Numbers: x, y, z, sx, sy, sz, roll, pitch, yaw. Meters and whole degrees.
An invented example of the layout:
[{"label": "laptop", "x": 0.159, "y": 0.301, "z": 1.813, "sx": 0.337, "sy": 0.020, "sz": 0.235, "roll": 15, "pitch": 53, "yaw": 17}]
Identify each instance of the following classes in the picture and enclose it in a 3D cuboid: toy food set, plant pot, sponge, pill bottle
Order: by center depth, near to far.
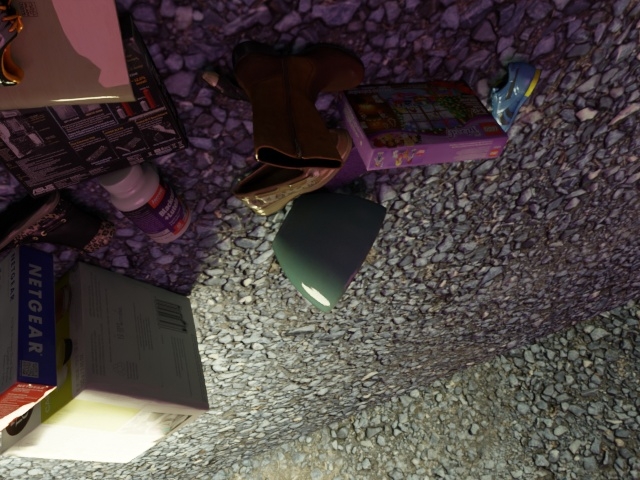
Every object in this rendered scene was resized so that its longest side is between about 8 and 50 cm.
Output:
[{"label": "toy food set", "x": -0.391, "y": -0.330, "z": 0.737, "sx": 0.220, "sy": 0.092, "sz": 0.306, "roll": -6, "pitch": 127, "yaw": -10}, {"label": "pill bottle", "x": -0.358, "y": -0.086, "z": 1.091, "sx": 0.108, "sy": 0.108, "sz": 0.193, "roll": -25, "pitch": 144, "yaw": 6}, {"label": "sponge", "x": 0.087, "y": -0.193, "z": 1.212, "sx": 0.210, "sy": 0.031, "sz": 0.117, "roll": -32, "pitch": 153, "yaw": 14}, {"label": "plant pot", "x": 0.000, "y": 0.000, "z": 1.270, "sx": 0.195, "sy": 0.290, "sz": 0.290, "roll": 29, "pitch": 130, "yaw": -2}]

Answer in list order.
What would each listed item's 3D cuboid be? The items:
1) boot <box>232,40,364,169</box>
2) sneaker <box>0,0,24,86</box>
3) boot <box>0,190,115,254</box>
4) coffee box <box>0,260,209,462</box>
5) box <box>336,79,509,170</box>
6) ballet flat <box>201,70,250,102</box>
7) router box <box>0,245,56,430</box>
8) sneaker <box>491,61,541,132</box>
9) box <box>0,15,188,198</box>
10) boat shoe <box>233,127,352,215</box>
[{"label": "boot", "x": -0.007, "y": -0.236, "z": 0.919, "sx": 0.264, "sy": 0.280, "sz": 0.096, "roll": 3, "pitch": 138, "yaw": -28}, {"label": "sneaker", "x": -0.413, "y": -0.287, "z": 0.658, "sx": 0.083, "sy": 0.084, "sz": 0.215, "roll": 9, "pitch": 133, "yaw": -20}, {"label": "boot", "x": -0.572, "y": -0.006, "z": 1.115, "sx": 0.236, "sy": 0.085, "sz": 0.178, "roll": -31, "pitch": 145, "yaw": 16}, {"label": "coffee box", "x": -0.537, "y": 0.318, "z": 1.326, "sx": 0.334, "sy": 0.337, "sz": 0.338, "roll": -37, "pitch": 141, "yaw": 21}, {"label": "box", "x": 0.201, "y": -0.241, "z": 1.079, "sx": 0.293, "sy": 0.201, "sz": 0.057, "roll": -8, "pitch": 142, "yaw": -17}, {"label": "ballet flat", "x": -0.142, "y": -0.286, "z": 0.991, "sx": 0.173, "sy": 0.057, "sz": 0.049, "roll": 8, "pitch": 125, "yaw": -41}, {"label": "router box", "x": -0.692, "y": 0.226, "z": 1.142, "sx": 0.301, "sy": 0.335, "sz": 0.082, "roll": -37, "pitch": 143, "yaw": 20}, {"label": "sneaker", "x": 0.417, "y": -0.318, "z": 1.210, "sx": 0.082, "sy": 0.069, "sz": 0.209, "roll": 18, "pitch": 148, "yaw": 4}, {"label": "box", "x": -0.419, "y": -0.219, "z": 0.921, "sx": 0.307, "sy": 0.076, "sz": 0.242, "roll": -19, "pitch": 143, "yaw": -2}, {"label": "boat shoe", "x": -0.060, "y": -0.152, "z": 1.150, "sx": 0.285, "sy": 0.104, "sz": 0.089, "roll": -35, "pitch": 144, "yaw": 20}]
